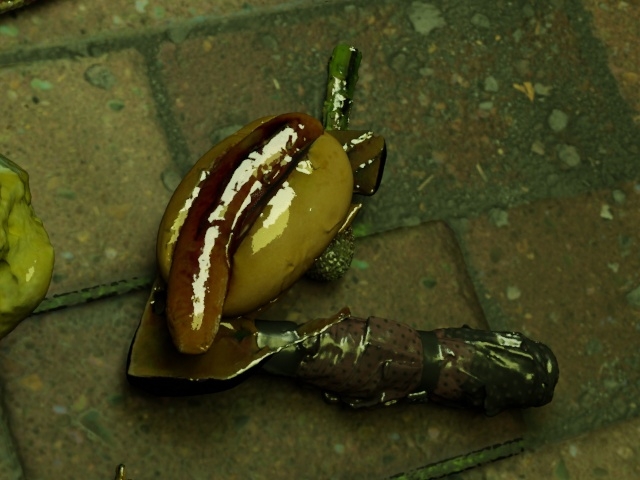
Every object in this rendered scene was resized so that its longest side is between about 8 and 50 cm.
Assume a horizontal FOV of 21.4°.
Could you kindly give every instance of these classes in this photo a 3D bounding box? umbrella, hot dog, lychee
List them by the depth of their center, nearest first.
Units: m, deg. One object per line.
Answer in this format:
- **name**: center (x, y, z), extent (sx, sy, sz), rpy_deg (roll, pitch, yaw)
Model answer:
- **hot dog**: center (-0.060, -0.013, 1.558), extent (0.194, 0.107, 0.326), rpy_deg (5, 53, 20)
- **umbrella**: center (0.074, 0.118, 1.613), extent (0.326, 0.090, 0.094), rpy_deg (5, 72, -17)
- **lychee**: center (0.000, 0.000, 1.646), extent (0.067, 0.068, 0.083), rpy_deg (-24, 97, 4)

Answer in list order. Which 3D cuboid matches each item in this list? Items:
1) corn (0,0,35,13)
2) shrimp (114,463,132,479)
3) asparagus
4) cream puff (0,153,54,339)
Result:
- **corn**: center (-0.296, -0.267, 1.634), extent (0.253, 0.086, 0.086), rpy_deg (-28, 81, -25)
- **shrimp**: center (-0.197, 0.258, 1.499), extent (0.091, 0.025, 0.127), rpy_deg (10, 70, -14)
- **asparagus**: center (0.018, -0.123, 1.720), extent (0.036, 0.030, 0.165), rpy_deg (26, 59, -39)
- **cream puff**: center (-0.375, 0.010, 1.418), extent (0.274, 0.323, 0.270), rpy_deg (31, 94, -29)
